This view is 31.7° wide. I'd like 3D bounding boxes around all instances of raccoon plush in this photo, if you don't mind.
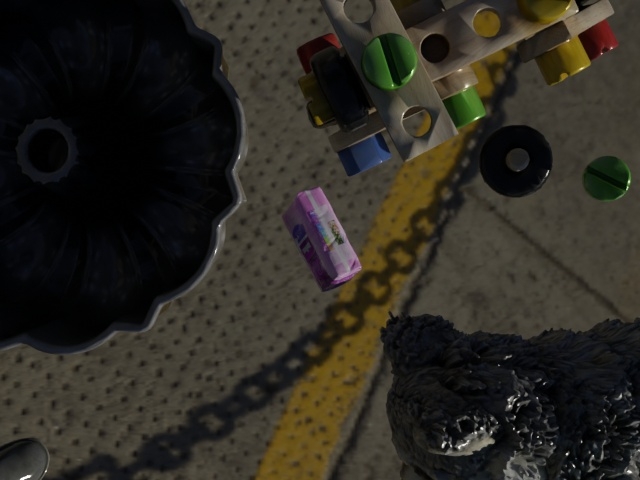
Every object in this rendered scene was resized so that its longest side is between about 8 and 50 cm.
[{"bbox_3d":[0.254,0.085,0.992,0.299,0.216,0.446,40,89,-29],"label":"raccoon plush"}]

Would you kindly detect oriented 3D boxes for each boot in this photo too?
[{"bbox_3d":[-0.384,0.282,1.291,0.190,0.208,0.076,-36,86,-26],"label":"boot"}]

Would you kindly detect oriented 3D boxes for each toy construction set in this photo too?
[{"bbox_3d":[0.094,-0.180,0.799,0.257,0.237,0.308,0,92,9],"label":"toy construction set"}]

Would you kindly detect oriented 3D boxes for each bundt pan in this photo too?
[{"bbox_3d":[-0.209,-0.071,0.958,0.331,0.124,0.330,0,90,10],"label":"bundt pan"}]

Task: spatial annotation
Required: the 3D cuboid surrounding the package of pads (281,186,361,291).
[{"bbox_3d":[0.000,0.000,0.973,0.032,0.050,0.083,-24,79,-22],"label":"package of pads"}]
